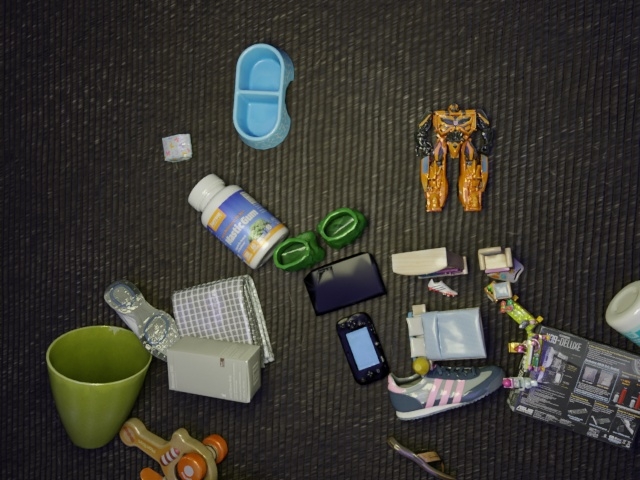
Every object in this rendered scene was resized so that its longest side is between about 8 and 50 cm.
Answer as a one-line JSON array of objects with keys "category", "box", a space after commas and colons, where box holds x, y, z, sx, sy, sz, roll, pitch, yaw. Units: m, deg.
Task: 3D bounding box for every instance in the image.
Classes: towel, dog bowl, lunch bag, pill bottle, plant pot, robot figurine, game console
[{"category": "towel", "box": [-0.286, 0.258, 1.420, 0.235, 0.121, 0.283, -14, 91, 10]}, {"category": "dog bowl", "box": [-0.167, -0.412, 1.393, 0.166, 0.074, 0.297, 5, 94, 9]}, {"category": "lunch bag", "box": [-0.418, -0.273, 1.451, 0.083, 0.053, 0.071, -9, 89, 19]}, {"category": "pill bottle", "box": [-0.236, -0.059, 1.381, 0.272, 0.152, 0.152, 40, 98, 4]}, {"category": "plant pot", "box": [-0.656, 0.448, 1.437, 0.275, 0.275, 0.293, 18, 111, 8]}, {"category": "pill bottle", "box": [0.871, 0.229, 1.220, 0.264, 0.146, 0.146, 37, 98, 6]}, {"category": "robot figurine", "box": [0.359, -0.223, 1.312, 0.211, 0.085, 0.291, -1, 93, 8]}, {"category": "game console", "box": [0.106, 0.227, 1.395, 0.213, 0.044, 0.361, -20, 90, 10]}]

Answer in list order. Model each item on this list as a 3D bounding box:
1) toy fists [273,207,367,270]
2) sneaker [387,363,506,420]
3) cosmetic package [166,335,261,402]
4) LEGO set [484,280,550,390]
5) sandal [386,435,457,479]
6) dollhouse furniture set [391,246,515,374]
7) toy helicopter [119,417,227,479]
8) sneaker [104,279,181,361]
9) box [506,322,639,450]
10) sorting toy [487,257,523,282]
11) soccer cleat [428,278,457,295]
[{"category": "toy fists", "box": [0.000, 0.000, 1.354, 0.279, 0.142, 0.096, -32, 71, 9]}, {"category": "sneaker", "box": [0.335, 0.380, 1.330, 0.319, 0.112, 0.131, -22, 92, 8]}, {"category": "cosmetic package", "box": [-0.285, 0.342, 1.318, 0.238, 0.107, 0.127, 2, 104, 13]}, {"category": "LEGO set", "box": [0.499, 0.235, 1.252, 0.132, 0.107, 0.287, -19, 73, 35]}, {"category": "sandal", "box": [0.290, 0.607, 1.374, 0.219, 0.090, 0.060, 31, 75, 13]}, {"category": "dollhouse furniture set", "box": [0.334, 0.180, 1.214, 0.286, 0.198, 0.303, -9, 78, 30]}, {"category": "toy helicopter", "box": [-0.468, 0.662, 1.484, 0.355, 0.140, 0.235, 23, 105, 18]}, {"category": "sneaker", "box": [-0.514, 0.243, 1.455, 0.111, 0.129, 0.297, -38, 76, -26]}, {"category": "box", "box": [0.685, 0.378, 1.292, 0.307, 0.076, 0.242, 16, 95, 8]}, {"category": "sorting toy", "box": [0.511, 0.078, 1.330, 0.075, 0.045, 0.083, 26, 97, -12]}, {"category": "soccer cleat", "box": [0.341, 0.131, 1.360, 0.083, 0.029, 0.035, 15, 99, 13]}]
